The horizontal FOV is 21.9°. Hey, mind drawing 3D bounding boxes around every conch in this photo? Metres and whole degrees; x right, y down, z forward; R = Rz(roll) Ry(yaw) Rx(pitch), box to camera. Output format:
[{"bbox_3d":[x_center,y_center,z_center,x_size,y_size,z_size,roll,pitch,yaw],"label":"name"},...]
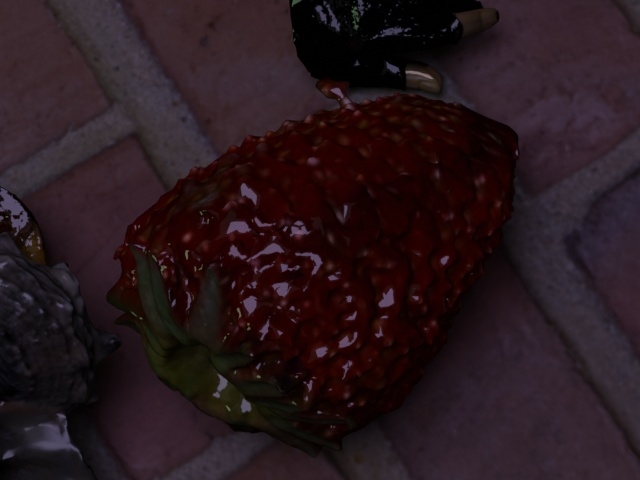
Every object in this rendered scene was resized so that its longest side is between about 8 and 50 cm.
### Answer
[{"bbox_3d":[-0.284,0.134,1.414,0.240,0.186,0.313,-11,74,-6],"label":"conch"}]

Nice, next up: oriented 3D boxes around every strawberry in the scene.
[{"bbox_3d":[-0.002,-0.001,1.389,0.292,0.292,0.343,26,63,17],"label":"strawberry"}]

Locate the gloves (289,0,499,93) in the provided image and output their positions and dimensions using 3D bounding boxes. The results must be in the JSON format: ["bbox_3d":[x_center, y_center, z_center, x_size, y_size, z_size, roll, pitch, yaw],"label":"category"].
[{"bbox_3d":[0.069,-0.206,1.501,0.180,0.106,0.129,-3,71,14],"label":"gloves"}]

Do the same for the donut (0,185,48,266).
[{"bbox_3d":[-0.334,0.017,1.510,0.184,0.073,0.166,-20,97,6],"label":"donut"}]
